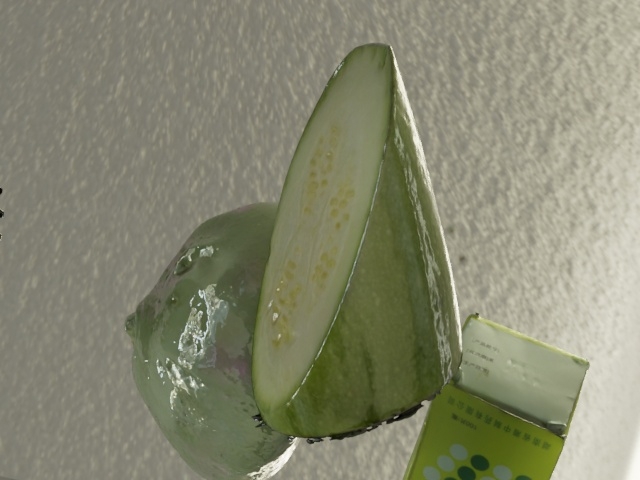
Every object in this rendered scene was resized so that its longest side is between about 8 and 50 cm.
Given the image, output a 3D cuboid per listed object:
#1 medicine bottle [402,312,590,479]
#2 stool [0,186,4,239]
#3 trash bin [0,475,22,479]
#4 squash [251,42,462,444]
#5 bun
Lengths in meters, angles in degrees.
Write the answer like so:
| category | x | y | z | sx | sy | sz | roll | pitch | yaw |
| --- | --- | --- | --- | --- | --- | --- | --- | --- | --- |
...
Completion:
| category | x | y | z | sx | sy | sz | roll | pitch | yaw |
| --- | --- | --- | --- | --- | --- | --- | --- | --- | --- |
| medicine bottle | 0.166 | 0.222 | 1.225 | 0.137 | 0.141 | 0.250 | 21 | -56 | 11 |
| stool | -0.506 | -0.056 | 1.251 | 0.297 | 0.330 | 0.297 | -6 | -75 | -22 |
| trash bin | -0.199 | 0.310 | 0.587 | 0.295 | 0.259 | 0.381 | 13 | -102 | -8 |
| squash | 0.000 | 0.000 | 0.920 | 0.189 | 0.189 | 0.261 | -17 | -73 | 2 |
| bun | -0.099 | 0.091 | 1.154 | 0.179 | 0.283 | 0.283 | 12 | -70 | -12 |
